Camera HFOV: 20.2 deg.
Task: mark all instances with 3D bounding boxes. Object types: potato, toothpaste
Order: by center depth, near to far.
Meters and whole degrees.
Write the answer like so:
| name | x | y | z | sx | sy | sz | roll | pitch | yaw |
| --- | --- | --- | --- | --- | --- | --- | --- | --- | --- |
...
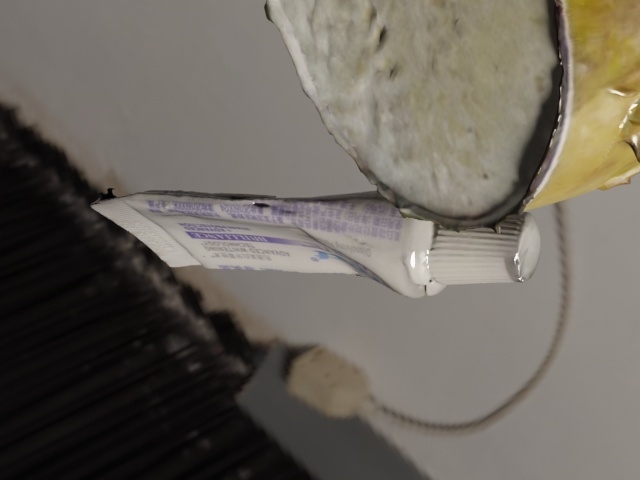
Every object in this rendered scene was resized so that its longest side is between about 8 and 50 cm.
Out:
| name | x | y | z | sx | sy | sz | roll | pitch | yaw |
| --- | --- | --- | --- | --- | --- | --- | --- | --- | --- |
| potato | 0.101 | -0.169 | 0.903 | 0.246 | 0.196 | 0.299 | -5 | 101 | 54 |
| toothpaste | 0.000 | -0.002 | 1.117 | 0.282 | 0.068 | 0.099 | 1 | 128 | 26 |
